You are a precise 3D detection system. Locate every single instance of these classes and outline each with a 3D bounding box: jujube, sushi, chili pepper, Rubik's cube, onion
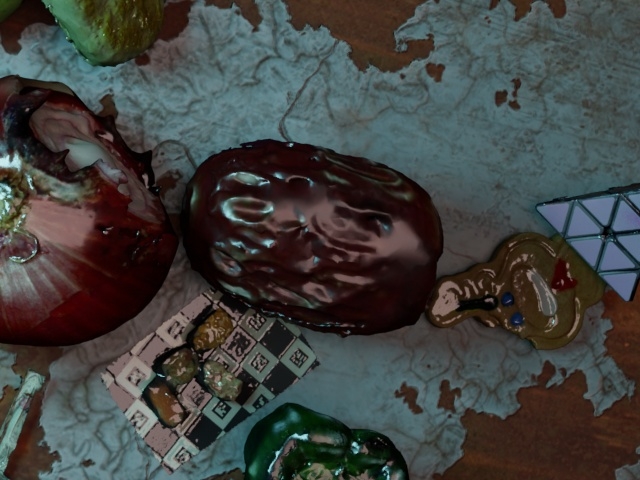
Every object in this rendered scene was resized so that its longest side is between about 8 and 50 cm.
[{"bbox_3d":[0.000,0.000,1.701,0.376,0.258,0.258,10,87,-18],"label":"jujube"},{"bbox_3d":[-0.150,0.177,1.756,0.279,0.043,0.192,-35,102,-16],"label":"sushi"},{"bbox_3d":[-0.006,0.358,1.701,0.233,0.256,0.249,16,84,-14],"label":"chili pepper"},{"bbox_3d":[0.433,0.009,1.923,0.190,0.211,0.178,-6,92,9],"label":"Rubik's cube"},{"bbox_3d":[-0.351,-0.022,1.544,0.341,0.341,0.341,0,91,-20],"label":"onion"}]

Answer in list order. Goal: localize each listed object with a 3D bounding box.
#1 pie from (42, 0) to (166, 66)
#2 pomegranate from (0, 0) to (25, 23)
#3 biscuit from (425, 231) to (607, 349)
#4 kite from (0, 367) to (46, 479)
[{"bbox_3d":[-0.270,-0.412,1.605,0.078,0.296,0.371,9,85,23],"label":"pie"},{"bbox_3d":[-0.429,-0.365,1.587,0.248,0.214,0.214,-4,92,-53],"label":"pomegranate"},{"bbox_3d":[0.310,0.079,1.922,0.319,0.047,0.183,-2,88,-18],"label":"biscuit"},{"bbox_3d":[-0.447,0.343,1.657,0.406,0.014,0.368,25,87,-24],"label":"kite"}]
